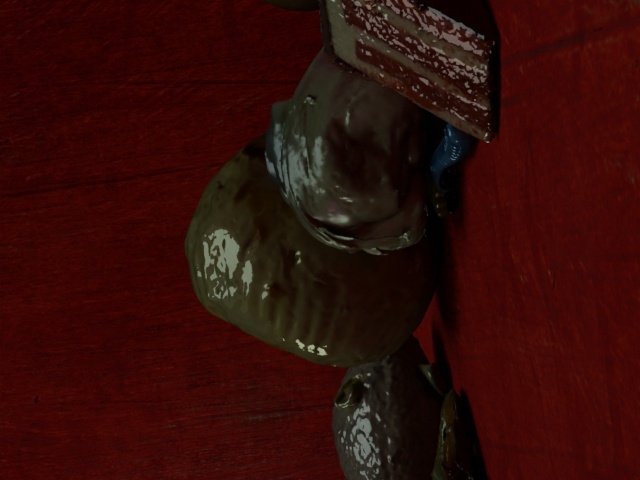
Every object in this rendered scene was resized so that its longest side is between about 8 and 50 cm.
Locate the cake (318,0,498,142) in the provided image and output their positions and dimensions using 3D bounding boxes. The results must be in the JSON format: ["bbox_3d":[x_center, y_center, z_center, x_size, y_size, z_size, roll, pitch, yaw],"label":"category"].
[{"bbox_3d":[0.141,-0.230,1.578,0.262,0.160,0.158,36,145,37],"label":"cake"}]

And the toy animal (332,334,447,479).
[{"bbox_3d":[0.114,0.303,2.313,0.226,0.188,0.358,69,-167,-74],"label":"toy animal"}]

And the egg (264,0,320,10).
[{"bbox_3d":[-0.032,-0.501,2.226,0.351,0.283,0.282,73,-172,-57],"label":"egg"}]

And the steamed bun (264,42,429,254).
[{"bbox_3d":[0.030,-0.128,1.916,0.280,0.207,0.268,-90,-2,-49],"label":"steamed bun"}]

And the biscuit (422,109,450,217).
[{"bbox_3d":[0.146,-0.171,1.964,0.172,0.029,0.254,-100,3,-53],"label":"biscuit"}]

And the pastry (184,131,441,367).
[{"bbox_3d":[0.000,0.000,2.164,0.388,0.388,0.312,-105,33,-76],"label":"pastry"}]

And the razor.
[{"bbox_3d":[0.155,-0.098,1.766,0.253,0.042,0.082,96,168,-78],"label":"razor"}]

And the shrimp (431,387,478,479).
[{"bbox_3d":[0.187,0.301,2.037,0.294,0.062,0.154,-99,8,-76],"label":"shrimp"}]
